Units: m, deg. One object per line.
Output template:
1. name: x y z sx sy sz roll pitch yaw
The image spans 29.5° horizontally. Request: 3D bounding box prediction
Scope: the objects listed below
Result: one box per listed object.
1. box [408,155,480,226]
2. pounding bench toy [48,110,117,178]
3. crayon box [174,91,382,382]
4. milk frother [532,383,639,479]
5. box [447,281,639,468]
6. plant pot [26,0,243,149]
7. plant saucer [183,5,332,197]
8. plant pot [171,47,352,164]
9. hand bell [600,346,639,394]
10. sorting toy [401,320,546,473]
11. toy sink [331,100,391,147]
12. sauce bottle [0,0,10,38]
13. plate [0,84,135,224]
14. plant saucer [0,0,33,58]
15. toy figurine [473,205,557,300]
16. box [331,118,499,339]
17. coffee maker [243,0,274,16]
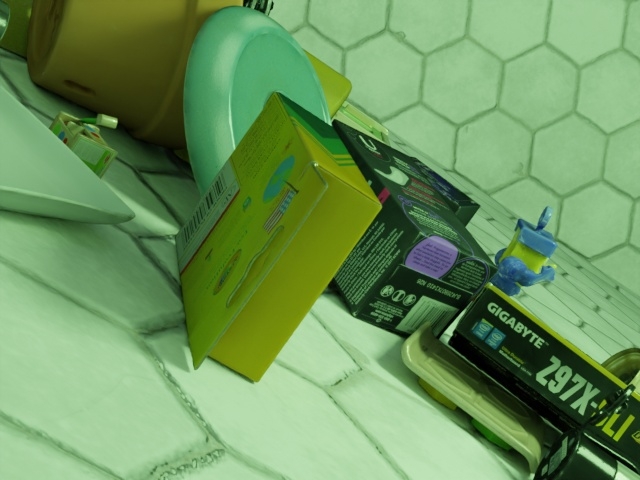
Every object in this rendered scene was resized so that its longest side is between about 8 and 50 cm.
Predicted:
1. box: 0.210 -0.085 2.480 0.184 0.103 0.261 40 12 11
2. pounding bench toy: -0.249 -0.108 1.274 0.052 0.083 0.065 24 16 -43
3. crayon box: -0.048 -0.005 1.144 0.081 0.202 0.318 32 13 -18
4. milk frother: 0.328 0.245 1.312 0.135 0.143 0.129 34 46 -3
5. box: 0.311 0.190 1.533 0.322 0.079 0.257 37 -3 9
6. plant pot: -0.249 -0.278 1.550 0.203 0.291 0.291 11 22 -27
7. plant saucer: -0.058 -0.128 1.457 0.044 0.317 0.317 -8 -10 27
8. plant pot: -0.099 -0.170 1.695 0.212 0.212 0.187 33 19 -11
9. hand bell: 0.538 0.299 1.927 0.242 0.126 0.126 47 9 -11
10. sorting toy: 0.184 0.188 1.458 0.208 0.038 0.193 41 12 7
11. toy sink: 0.040 -0.194 2.343 0.153 0.131 0.234 35 11 -7
12. sauce bottle: -0.494 -0.298 1.286 0.344 0.111 0.111 28 13 -39
13. plate: -0.337 -0.103 1.099 0.278 0.045 0.277 40 12 25
14. plant saucer: -0.436 -0.353 1.749 0.333 0.081 0.333 22 17 -51
15. toy figurine: 0.296 0.027 1.967 0.191 0.217 0.362 36 11 2
16. box: 0.084 -0.014 1.619 0.165 0.143 0.270 23 24 -39
17. coffee maker: -0.198 -0.461 2.203 0.171 0.120 0.178 41 15 29
